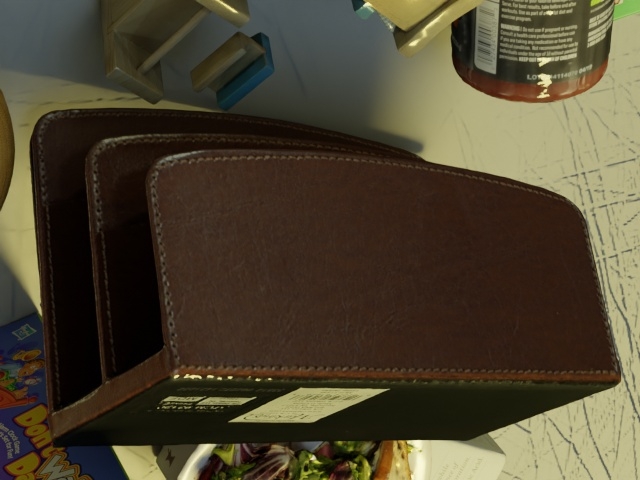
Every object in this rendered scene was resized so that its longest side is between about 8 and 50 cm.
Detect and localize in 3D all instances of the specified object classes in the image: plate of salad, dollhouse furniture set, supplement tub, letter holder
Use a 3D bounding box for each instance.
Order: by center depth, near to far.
[{"bbox_3d":[-0.022,-0.163,0.879,0.183,0.129,0.129,-37,133,27],"label":"dollhouse furniture set"},{"bbox_3d":[0.000,0.000,0.885,0.302,0.214,0.152,4,158,-33],"label":"letter holder"},{"bbox_3d":[0.135,-0.193,0.930,0.106,0.106,0.198,-16,128,-19],"label":"supplement tub"},{"bbox_3d":[-0.008,0.181,1.013,0.200,0.048,0.200,-13,122,-21],"label":"plate of salad"}]

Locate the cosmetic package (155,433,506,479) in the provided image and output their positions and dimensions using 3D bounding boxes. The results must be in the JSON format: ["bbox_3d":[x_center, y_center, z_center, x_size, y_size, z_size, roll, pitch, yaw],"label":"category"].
[{"bbox_3d":[0.011,0.159,1.092,0.231,0.085,0.117,17,108,-36],"label":"cosmetic package"}]

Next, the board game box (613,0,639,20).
[{"bbox_3d":[0.307,-0.290,1.010,0.317,0.046,0.213,-19,126,-17],"label":"board game box"}]

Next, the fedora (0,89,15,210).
[{"bbox_3d":[-0.268,-0.051,0.821,0.194,0.079,0.194,-10,123,-16],"label":"fedora"}]

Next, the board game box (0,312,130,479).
[{"bbox_3d":[-0.138,0.251,0.970,0.078,0.233,0.347,-23,126,-14],"label":"board game box"}]
